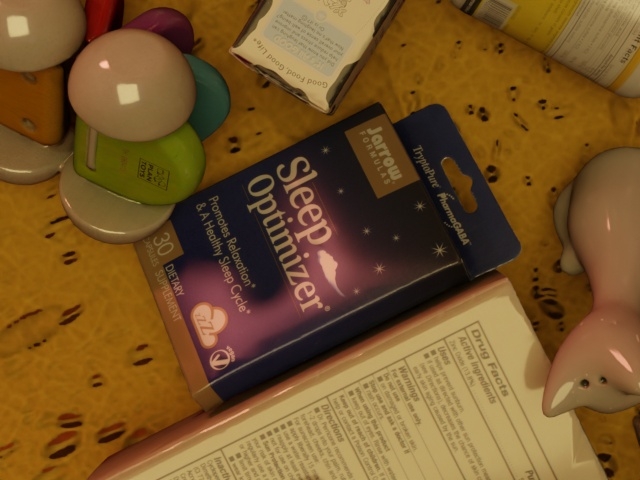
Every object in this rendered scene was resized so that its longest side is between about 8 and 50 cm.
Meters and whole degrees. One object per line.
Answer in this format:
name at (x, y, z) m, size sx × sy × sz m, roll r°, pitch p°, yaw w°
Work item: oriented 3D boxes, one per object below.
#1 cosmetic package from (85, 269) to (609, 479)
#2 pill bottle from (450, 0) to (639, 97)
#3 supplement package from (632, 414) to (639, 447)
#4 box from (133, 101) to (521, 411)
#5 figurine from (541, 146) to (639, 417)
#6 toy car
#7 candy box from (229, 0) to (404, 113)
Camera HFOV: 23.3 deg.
cosmetic package at (0.015, 0.148, 0.991) m, size 0.296 × 0.129 × 0.153 m, roll -25°, pitch 92°, yaw 3°
pill bottle at (0.182, -0.153, 0.977) m, size 0.184 × 0.103 × 0.103 m, roll 28°, pitch 94°, yaw -2°
supplement package at (0.315, 0.187, 0.909) m, size 0.177 × 0.293 × 0.175 m, roll -17°, pitch 94°, yaw 3°
box at (0.000, 0.000, 0.992) m, size 0.225 × 0.036 × 0.136 m, roll -26°, pitch 59°, yaw 1°
figurine at (0.226, 0.010, 0.898) m, size 0.215 × 0.209 × 0.092 m, roll -26°, pitch 115°, yaw 32°
toy car at (-0.136, -0.100, 0.974) m, size 0.182 × 0.159 × 0.136 m, roll 31°, pitch 54°, yaw 11°
candy box at (0.038, -0.191, 0.948) m, size 0.071 × 0.159 × 0.233 m, roll 31°, pitch 94°, yaw -1°
